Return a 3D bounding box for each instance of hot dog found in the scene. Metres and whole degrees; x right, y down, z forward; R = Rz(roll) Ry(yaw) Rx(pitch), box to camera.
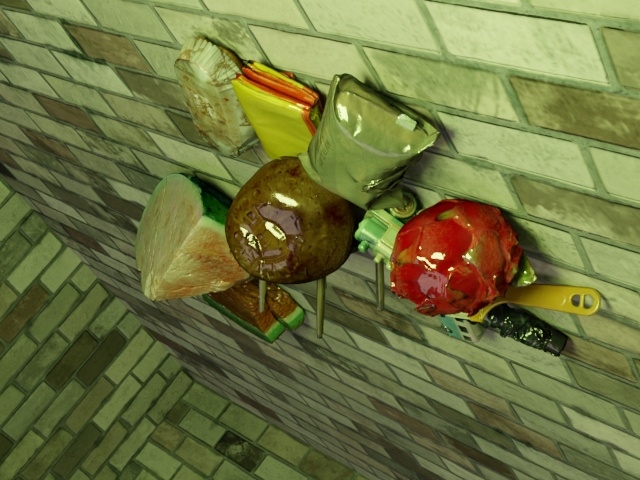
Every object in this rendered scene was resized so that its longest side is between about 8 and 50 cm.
[{"bbox_3d":[-0.158,-0.226,1.782,0.144,0.075,0.268,28,157,15],"label":"hot dog"}]

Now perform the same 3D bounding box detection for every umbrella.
[{"bbox_3d":[0.289,0.123,1.776,0.224,0.080,0.071,25,148,10],"label":"umbrella"}]

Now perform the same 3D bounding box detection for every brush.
[{"bbox_3d":[0.298,0.079,1.646,0.272,0.103,0.013,6,177,45],"label":"brush"}]

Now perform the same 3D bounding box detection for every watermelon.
[{"bbox_3d":[-0.237,-0.003,2.312,0.222,0.319,0.292,16,-147,-23],"label":"watermelon"}]

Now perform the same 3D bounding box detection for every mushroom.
[{"bbox_3d":[-0.052,-0.017,1.719,0.194,0.138,0.231,40,129,15],"label":"mushroom"}]

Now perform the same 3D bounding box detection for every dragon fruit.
[{"bbox_3d":[0.191,0.026,1.553,0.209,0.172,0.172,-12,142,14],"label":"dragon fruit"}]

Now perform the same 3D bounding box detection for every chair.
[{"bbox_3d":[0.000,0.000,1.896,0.188,0.166,0.272,20,121,44],"label":"chair"}]

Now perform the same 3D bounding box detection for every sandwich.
[{"bbox_3d":[-0.176,0.132,2.623,0.292,0.109,0.212,37,163,7],"label":"sandwich"}]

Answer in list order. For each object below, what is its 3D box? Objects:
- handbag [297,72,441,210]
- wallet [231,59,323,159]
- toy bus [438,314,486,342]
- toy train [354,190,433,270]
[{"bbox_3d":[0.067,-0.126,1.533,0.182,0.117,0.270,27,157,0],"label":"handbag"},{"bbox_3d":[-0.040,-0.179,1.701,0.141,0.067,0.241,26,163,20],"label":"wallet"},{"bbox_3d":[0.241,0.122,1.879,0.075,0.060,0.123,21,158,32],"label":"toy bus"},{"bbox_3d":[0.141,0.007,1.690,0.194,0.125,0.081,35,158,7],"label":"toy train"}]
